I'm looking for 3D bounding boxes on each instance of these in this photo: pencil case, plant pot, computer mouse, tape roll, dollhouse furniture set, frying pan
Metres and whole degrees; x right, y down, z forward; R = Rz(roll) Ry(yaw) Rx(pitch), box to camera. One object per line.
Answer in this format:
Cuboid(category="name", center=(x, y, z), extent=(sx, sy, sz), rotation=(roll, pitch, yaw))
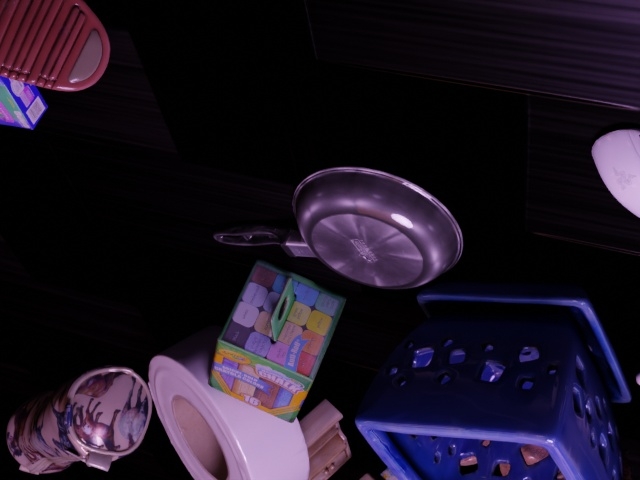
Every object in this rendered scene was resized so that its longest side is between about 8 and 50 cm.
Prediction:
Cuboid(category="pencil case", center=(-0.472, 0.355, 1.835), extent=(0.160, 0.184, 0.410), rotation=(36, 148, -19))
Cuboid(category="plant pot", center=(0.209, 0.178, 1.067), extent=(0.235, 0.212, 0.236), rotation=(-1, 141, 35))
Cuboid(category="computer mouse", center=(0.314, -0.027, 0.848), extent=(0.193, 0.042, 0.106), rotation=(33, 149, -14))
Cuboid(category="tape roll", center=(-0.141, 0.271, 1.433), extent=(0.286, 0.100, 0.286), rotation=(39, 145, 35))
Cuboid(category="dollhouse furniture set", center=(0.058, 0.391, 1.503), extent=(0.242, 0.212, 0.161), rotation=(40, 160, 30))
Cuboid(category="frying pan", center=(-0.002, -0.018, 1.083), extent=(0.326, 0.053, 0.197), rotation=(10, 145, 17))

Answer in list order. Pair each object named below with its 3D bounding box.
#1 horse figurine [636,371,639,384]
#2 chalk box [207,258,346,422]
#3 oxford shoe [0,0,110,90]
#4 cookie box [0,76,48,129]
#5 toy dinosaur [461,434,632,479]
Cuboid(category="horse figurine", center=(0.464, 0.183, 1.040), extent=(0.263, 0.066, 0.174), rotation=(17, 151, 13))
Cuboid(category="chalk box", center=(-0.054, 0.123, 1.243), extent=(0.132, 0.132, 0.213), rotation=(24, 150, 1))
Cuboid(category="oxford shoe", center=(-0.367, -0.252, 0.947), extent=(0.348, 0.123, 0.130), rotation=(29, 175, -10))
Cuboid(category="cookie box", center=(-0.383, -0.178, 1.104), extent=(0.107, 0.040, 0.092), rotation=(11, 147, 22))
Cuboid(category="toy dinosaur", center=(0.301, 0.295, 1.279), extent=(0.295, 0.127, 0.200), rotation=(18, 143, 35))
